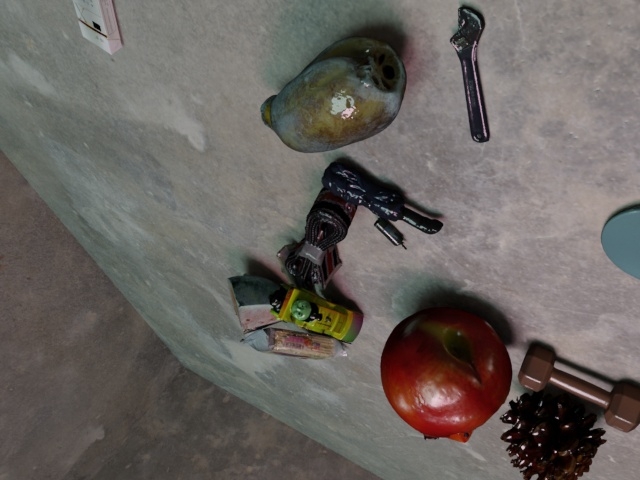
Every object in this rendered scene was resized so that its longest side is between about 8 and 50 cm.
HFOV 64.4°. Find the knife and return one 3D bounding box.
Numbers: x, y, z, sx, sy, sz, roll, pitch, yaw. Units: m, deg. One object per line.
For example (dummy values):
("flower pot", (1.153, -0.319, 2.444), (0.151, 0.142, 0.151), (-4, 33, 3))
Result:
("knife", (-0.055, 0.140, 1.429), (0.043, 0.089, 0.365), (32, 151, 35))

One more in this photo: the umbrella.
("umbrella", (0.111, -0.071, 0.964), (0.248, 0.071, 0.071), (33, 150, 11))

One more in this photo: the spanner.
("spanner", (0.212, -0.219, 0.701), (0.046, 0.012, 0.208), (12, 142, 35))

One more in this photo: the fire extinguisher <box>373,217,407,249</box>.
("fire extinguisher", (0.147, -0.013, 1.054), (0.083, 0.025, 0.038), (43, -172, -10))

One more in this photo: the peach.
("peach", (0.261, 0.300, 1.131), (0.281, 0.281, 0.338), (27, 145, 16))

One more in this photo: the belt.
("belt", (0.000, 0.000, 1.157), (0.126, 0.094, 0.359), (33, 150, 8))

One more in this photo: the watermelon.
("watermelon", (-0.180, 0.178, 1.578), (0.322, 0.188, 0.175), (131, 124, -71))

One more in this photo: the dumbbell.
("dumbbell", (0.525, 0.298, 1.030), (0.231, 0.082, 0.092), (22, 149, 24))

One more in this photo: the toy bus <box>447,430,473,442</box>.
("toy bus", (0.381, 0.559, 1.563), (0.174, 0.077, 0.079), (-1, 133, 47))

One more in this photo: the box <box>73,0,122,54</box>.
("box", (-0.460, -0.468, 1.037), (0.084, 0.040, 0.154), (31, 149, 8))

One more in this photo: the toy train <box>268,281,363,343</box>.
("toy train", (-0.011, 0.190, 1.339), (0.160, 0.100, 0.296), (19, 175, 36))

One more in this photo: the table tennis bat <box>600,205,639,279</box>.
("table tennis bat", (0.519, 0.032, 0.707), (0.244, 0.040, 0.153), (29, 151, 21))

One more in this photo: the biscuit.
("biscuit", (-0.088, 0.337, 1.651), (0.309, 0.079, 0.186), (14, 157, -25))

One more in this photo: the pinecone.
("pinecone", (0.501, 0.433, 1.131), (0.221, 0.221, 0.221), (27, 149, 18))

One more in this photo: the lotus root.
("lotus root", (0.005, -0.206, 0.799), (0.140, 0.158, 0.322), (48, 156, -19))
